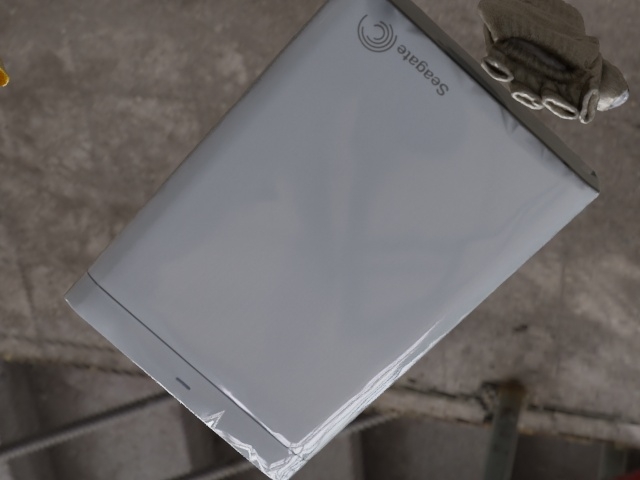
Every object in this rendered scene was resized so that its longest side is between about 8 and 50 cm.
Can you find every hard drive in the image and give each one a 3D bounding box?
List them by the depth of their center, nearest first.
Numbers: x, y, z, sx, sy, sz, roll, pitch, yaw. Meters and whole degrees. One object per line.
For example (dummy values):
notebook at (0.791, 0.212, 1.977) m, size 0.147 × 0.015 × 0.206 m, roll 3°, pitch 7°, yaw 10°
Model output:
hard drive at (0.000, 0.000, 1.014) m, size 0.233 × 0.047 × 0.353 m, roll 42°, pitch 113°, yaw -7°

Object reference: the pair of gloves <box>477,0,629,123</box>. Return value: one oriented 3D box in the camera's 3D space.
pair of gloves at (0.214, -0.106, 0.928) m, size 0.240 × 0.204 × 0.042 m, roll 32°, pitch 119°, yaw -1°

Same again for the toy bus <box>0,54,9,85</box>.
toy bus at (-0.365, -0.163, 0.978) m, size 0.220 × 0.211 × 0.149 m, roll -27°, pitch 157°, yaw 14°
